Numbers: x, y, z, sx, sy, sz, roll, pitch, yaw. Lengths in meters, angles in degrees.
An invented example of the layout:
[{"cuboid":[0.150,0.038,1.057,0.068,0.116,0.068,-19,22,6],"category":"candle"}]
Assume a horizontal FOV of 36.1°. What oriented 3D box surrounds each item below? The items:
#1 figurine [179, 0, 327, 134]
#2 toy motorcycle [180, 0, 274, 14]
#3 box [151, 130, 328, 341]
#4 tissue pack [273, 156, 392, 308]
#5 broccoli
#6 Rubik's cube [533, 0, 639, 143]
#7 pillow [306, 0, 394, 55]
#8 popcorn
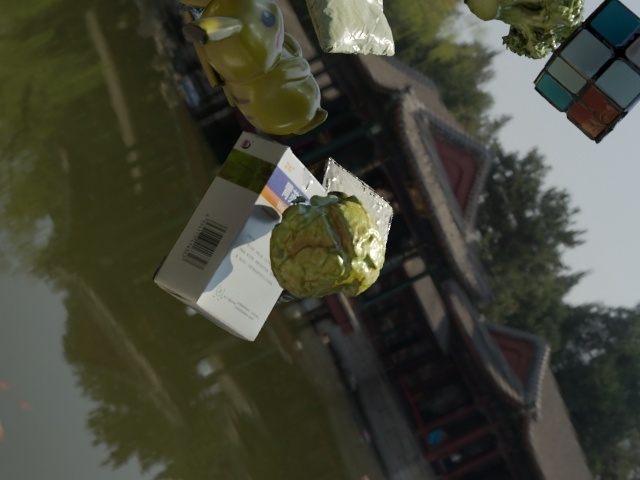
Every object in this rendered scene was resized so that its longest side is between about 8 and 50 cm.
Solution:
[{"cuboid":[-0.123,-0.323,1.697,0.327,0.169,0.218,57,3,-44],"category":"figurine"},{"cuboid":[-0.241,-0.557,2.257,0.204,0.239,0.108,-62,152,-43],"category":"toy motorcycle"},{"cuboid":[-0.123,-0.003,1.667,0.106,0.300,0.200,25,-11,32],"category":"box"},{"cuboid":[-0.055,0.005,2.034,0.210,0.370,0.198,33,54,-33],"category":"tissue pack"},{"cuboid":[0.433,-0.522,2.046,0.248,0.245,0.288,-21,-89,64],"category":"broccoli"},{"cuboid":[0.535,-0.319,1.860,0.180,0.167,0.183,44,-13,9],"category":"Rubik's cube"},{"cuboid":[0.067,-0.586,2.377,0.274,0.076,0.281,-9,83,-46],"category":"pillow"},{"cuboid":[0.000,0.000,1.546,0.213,0.197,0.198,-112,175,-53],"category":"popcorn"}]
